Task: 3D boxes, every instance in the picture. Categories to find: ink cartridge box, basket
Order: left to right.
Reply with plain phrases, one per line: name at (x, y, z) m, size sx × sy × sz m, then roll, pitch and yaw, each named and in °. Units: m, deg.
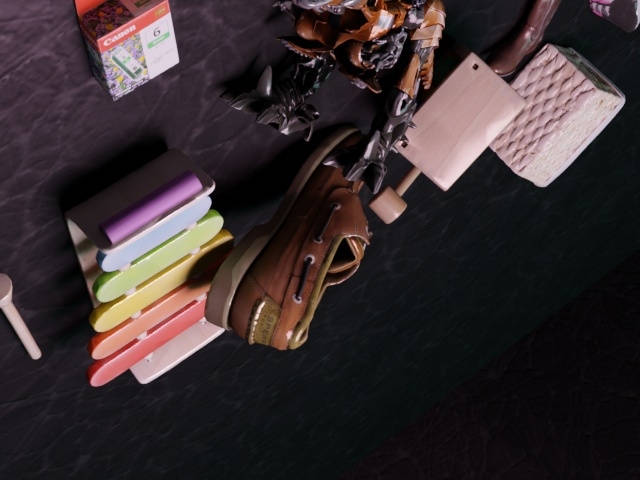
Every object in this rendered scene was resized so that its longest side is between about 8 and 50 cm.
ink cartridge box at (-0.142, -0.158, 0.811) m, size 0.063 × 0.029 × 0.115 m, roll -35°, pitch 159°, yaw -17°
basket at (0.299, -0.168, 1.464) m, size 0.167 × 0.113 × 0.103 m, roll -49°, pitch 154°, yaw 19°

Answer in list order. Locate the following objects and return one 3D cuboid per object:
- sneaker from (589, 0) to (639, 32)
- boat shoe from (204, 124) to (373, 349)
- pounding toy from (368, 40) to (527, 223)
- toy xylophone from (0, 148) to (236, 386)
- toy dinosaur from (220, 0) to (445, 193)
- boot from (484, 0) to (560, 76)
sneaker at (0.391, -0.327, 1.372) m, size 0.077 × 0.072 × 0.178 m, roll -49°, pitch 166°, yaw -9°
boat shoe at (0.000, 0.000, 1.145) m, size 0.307 × 0.104 × 0.111 m, roll -55°, pitch 163°, yaw -38°
pounding toy at (0.111, -0.120, 1.233) m, size 0.206 × 0.094 × 0.181 m, roll -48°, pitch -169°, yaw 11°
toy xylophone at (-0.185, 0.043, 1.064) m, size 0.236 × 0.081 × 0.323 m, roll -37°, pitch 159°, yaw -11°
toy dinosaur at (0.051, -0.170, 0.983) m, size 0.322 × 0.164 × 0.218 m, roll 20°, pitch 102°, yaw -48°
boot at (0.243, -0.254, 1.292) m, size 0.106 × 0.037 × 0.114 m, roll -43°, pitch 167°, yaw -35°
